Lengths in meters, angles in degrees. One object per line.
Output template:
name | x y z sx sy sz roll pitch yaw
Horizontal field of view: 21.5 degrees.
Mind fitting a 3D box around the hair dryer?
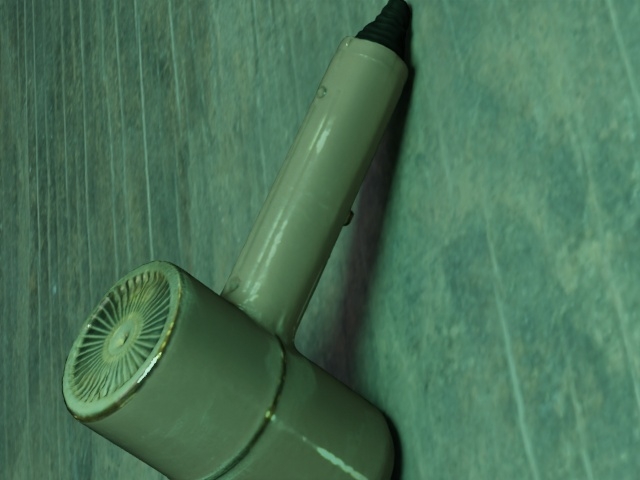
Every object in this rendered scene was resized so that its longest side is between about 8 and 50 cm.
hair dryer | 0.000 0.000 1.020 0.107 0.189 0.344 -4 55 54
